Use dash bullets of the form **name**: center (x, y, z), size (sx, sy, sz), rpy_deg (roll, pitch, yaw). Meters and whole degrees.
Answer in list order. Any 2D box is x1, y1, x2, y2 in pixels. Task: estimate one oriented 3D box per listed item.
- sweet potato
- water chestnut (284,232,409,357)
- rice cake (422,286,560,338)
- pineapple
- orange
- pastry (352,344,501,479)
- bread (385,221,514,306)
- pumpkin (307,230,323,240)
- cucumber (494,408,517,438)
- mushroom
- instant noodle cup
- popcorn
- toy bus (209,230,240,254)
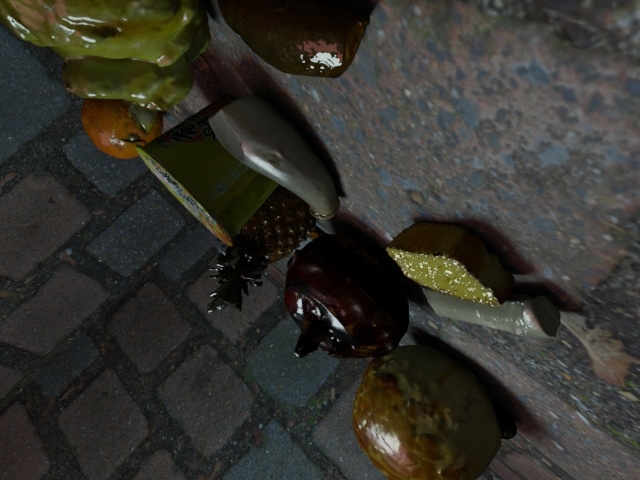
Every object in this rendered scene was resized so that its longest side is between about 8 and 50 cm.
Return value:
- **sweet potato**: center (-0.051, -0.221, 0.430), size (0.244, 0.077, 0.077), rpy_deg (34, 164, 34)
- **water chestnut**: center (0.035, 0.143, 0.892), size (0.300, 0.300, 0.300), rpy_deg (41, 167, 12)
- **rice cake**: center (0.234, 0.093, 0.610), size (0.057, 0.052, 0.256), rpy_deg (49, 167, -8)
- **pineapple**: center (-0.158, 0.026, 0.962), size (0.169, 0.340, 0.169), rpy_deg (38, 168, 10)
- **orange**: center (-0.633, -0.383, 1.338), size (0.240, 0.240, 0.240), rpy_deg (41, 167, 12)
- **pastry**: center (0.252, 0.461, 1.076), size (0.388, 0.313, 0.388), rpy_deg (51, 160, 26)
- **bread**: center (0.173, 0.030, 0.573), size (0.103, 0.065, 0.187), rpy_deg (50, 168, -17)
- **pumpkin**: center (0.002, 0.001, 1.083), size (0.101, 0.035, 0.073), rpy_deg (36, 177, 19)
- **cucumber**: center (0.471, 0.494, 1.149), size (0.069, 0.069, 0.227), rpy_deg (43, 171, 3)
- **mushroom**: center (-0.056, -0.129, 0.692), size (0.270, 0.103, 0.118), rpy_deg (43, 168, -23)
- **instant noodle cup**: center (-0.202, -0.150, 0.836), size (0.264, 0.200, 0.264), rpy_deg (41, 166, 12)
- **popcorn**: center (-0.267, -0.298, 0.505), size (0.276, 0.225, 0.276), rpy_deg (45, 167, 14)
- **toy bus**: center (-0.204, -0.054, 1.161), size (0.126, 0.209, 0.136), rpy_deg (45, 178, -11)
